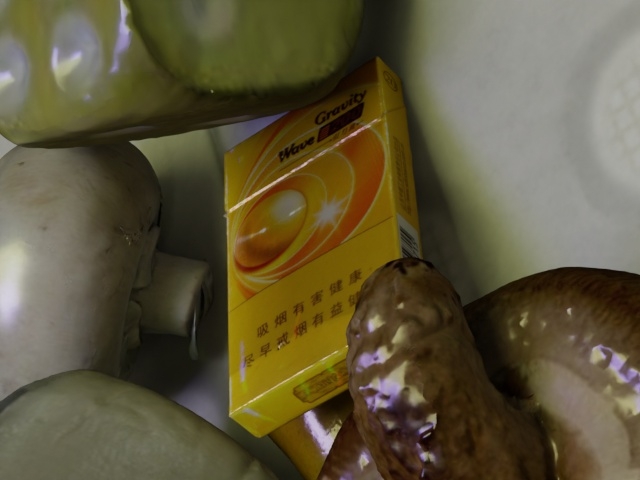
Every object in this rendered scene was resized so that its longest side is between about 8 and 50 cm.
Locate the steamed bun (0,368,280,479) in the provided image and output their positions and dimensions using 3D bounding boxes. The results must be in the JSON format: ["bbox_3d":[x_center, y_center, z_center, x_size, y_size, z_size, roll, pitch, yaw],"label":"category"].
[{"bbox_3d":[-0.154,0.242,1.393,0.273,0.272,0.290,2,45,36],"label":"steamed bun"}]

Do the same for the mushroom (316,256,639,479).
[{"bbox_3d":[0.146,0.180,1.203,0.345,0.239,0.345,31,127,52],"label":"mushroom"}]

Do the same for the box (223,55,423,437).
[{"bbox_3d":[0.000,0.000,1.403,0.152,0.043,0.269,-29,38,24],"label":"box"}]

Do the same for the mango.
[{"bbox_3d":[0.003,0.106,1.433,0.163,0.089,0.111,46,114,36],"label":"mango"}]

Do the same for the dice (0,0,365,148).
[{"bbox_3d":[-0.126,-0.197,1.424,0.227,0.233,0.238,-9,90,43],"label":"dice"}]

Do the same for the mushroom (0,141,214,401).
[{"bbox_3d":[-0.185,0.035,1.564,0.246,0.202,0.246,-169,90,-85],"label":"mushroom"}]
